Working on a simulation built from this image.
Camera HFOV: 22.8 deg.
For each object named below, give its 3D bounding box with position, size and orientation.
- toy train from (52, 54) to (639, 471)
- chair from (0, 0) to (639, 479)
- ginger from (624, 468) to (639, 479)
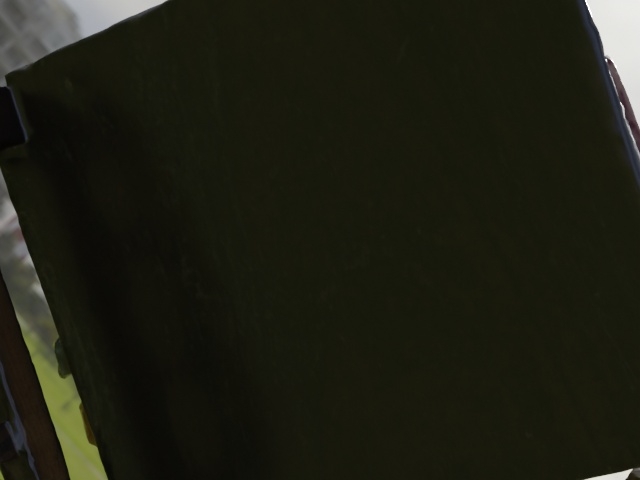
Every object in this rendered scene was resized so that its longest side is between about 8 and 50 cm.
[{"bbox_3d":[0.036,0.006,0.862,0.231,0.369,0.163,125,-50,-70],"label":"toy train"},{"bbox_3d":[0.000,0.000,0.522,0.416,0.240,0.203,-12,83,-78],"label":"chair"},{"bbox_3d":[0.263,0.180,1.164,0.044,0.057,0.137,50,-33,-5],"label":"ginger"}]
